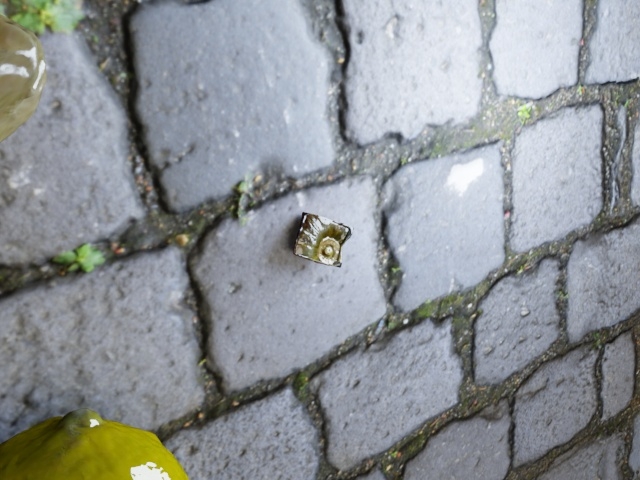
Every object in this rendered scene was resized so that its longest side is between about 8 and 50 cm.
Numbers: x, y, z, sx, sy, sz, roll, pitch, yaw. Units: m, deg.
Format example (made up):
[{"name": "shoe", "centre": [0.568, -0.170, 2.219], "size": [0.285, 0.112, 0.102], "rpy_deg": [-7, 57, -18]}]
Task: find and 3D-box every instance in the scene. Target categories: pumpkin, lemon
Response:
[{"name": "pumpkin", "centre": [-0.001, -0.002, 1.075], "size": [0.101, 0.035, 0.073], "rpy_deg": [21, 82, -35]}, {"name": "lemon", "centre": [-0.293, 0.379, 0.823], "size": [0.336, 0.336, 0.336], "rpy_deg": [-12, 113, -32]}]

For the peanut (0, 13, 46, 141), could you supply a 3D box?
[{"name": "peanut", "centre": [-0.384, -0.184, 0.680], "size": [0.196, 0.110, 0.233], "rpy_deg": [-37, 128, -15]}]
